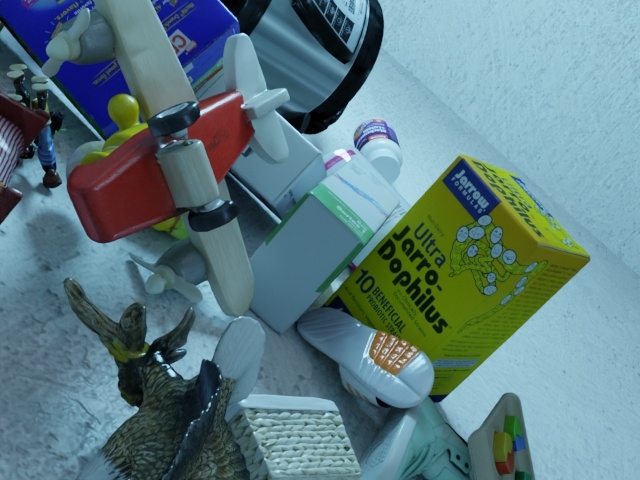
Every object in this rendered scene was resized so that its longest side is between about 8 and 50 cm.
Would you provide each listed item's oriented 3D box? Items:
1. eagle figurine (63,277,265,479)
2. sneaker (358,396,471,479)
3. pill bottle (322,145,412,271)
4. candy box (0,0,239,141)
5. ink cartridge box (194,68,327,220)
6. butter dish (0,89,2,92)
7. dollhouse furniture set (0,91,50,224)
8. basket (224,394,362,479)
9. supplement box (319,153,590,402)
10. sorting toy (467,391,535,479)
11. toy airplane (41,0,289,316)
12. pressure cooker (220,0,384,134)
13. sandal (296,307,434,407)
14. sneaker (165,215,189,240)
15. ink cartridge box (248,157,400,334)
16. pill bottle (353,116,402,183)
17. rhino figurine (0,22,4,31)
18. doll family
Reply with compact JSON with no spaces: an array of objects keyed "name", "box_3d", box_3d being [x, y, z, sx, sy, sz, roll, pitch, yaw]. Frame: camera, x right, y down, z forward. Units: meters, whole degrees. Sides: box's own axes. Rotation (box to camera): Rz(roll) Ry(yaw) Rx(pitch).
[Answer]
[{"name":"eagle figurine","box_3d":[-0.140,0.205,0.790,0.226,0.225,0.298,20,24,-38]},{"name":"sneaker","box_3d":[0.146,0.306,1.192,0.151,0.094,0.256,46,24,4]},{"name":"pill bottle","box_3d":[0.094,-0.027,1.621,0.283,0.160,0.160,49,24,19]},{"name":"candy box","box_3d":[-0.322,-0.343,1.360,0.317,0.268,0.122,48,-8,10]},{"name":"ink cartridge box","box_3d":[-0.130,-0.177,1.495,0.289,0.121,0.211,43,-3,9]},{"name":"butter dish","box_3d":[-0.457,-0.177,1.082,0.160,0.118,0.160,28,26,-30]},{"name":"dollhouse furniture set","box_3d":[-0.491,-0.123,0.884,0.374,0.152,0.201,29,25,-26]},{"name":"basket","box_3d":[-0.051,0.246,0.970,0.167,0.113,0.103,16,38,-46]},{"name":"supplement box","box_3d":[0.202,0.072,1.361,0.195,0.356,0.194,10,37,-51]},{"name":"sorting toy","box_3d":[0.279,0.342,1.281,0.208,0.038,0.193,-16,96,-61]},{"name":"toy airplane","box_3d":[-0.200,-0.122,1.132,0.384,0.272,0.386,39,43,-59]},{"name":"pressure cooker","box_3d":[-0.072,-0.452,1.859,0.420,0.370,0.375,26,22,-39]},{"name":"sandal","box_3d":[0.067,0.179,1.274,0.102,0.076,0.265,-28,36,-26]},{"name":"sneaker","box_3d":[-0.244,-0.052,1.261,0.208,0.081,0.094,36,30,3]},{"name":"ink cartridge box","box_3d":[0.000,0.000,1.372,0.117,0.201,0.278,42,22,1]},{"name":"pill bottle","box_3d":[0.140,-0.211,2.094,0.108,0.108,0.193,32,24,-21]},{"name":"rhino figurine","box_3d":[-0.533,-0.326,1.292,0.106,0.073,0.243,29,24,-33]},{"name":"doll family","box_3d":[-0.387,-0.150,1.184,0.076,0.111,0.193,0,40,-12]}]
